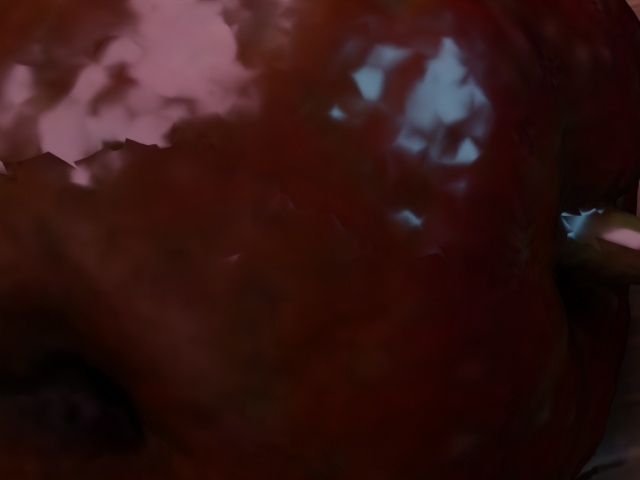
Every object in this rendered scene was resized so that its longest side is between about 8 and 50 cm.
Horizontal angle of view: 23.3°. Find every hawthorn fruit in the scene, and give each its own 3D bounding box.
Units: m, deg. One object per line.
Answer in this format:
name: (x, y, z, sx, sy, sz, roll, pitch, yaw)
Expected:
hawthorn fruit: (-0.022, -0.003, 0.503, 0.261, 0.258, 0.258, -2, 46, -8)
